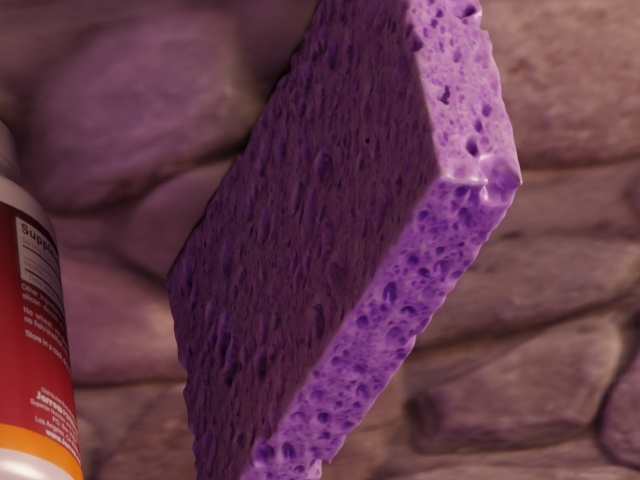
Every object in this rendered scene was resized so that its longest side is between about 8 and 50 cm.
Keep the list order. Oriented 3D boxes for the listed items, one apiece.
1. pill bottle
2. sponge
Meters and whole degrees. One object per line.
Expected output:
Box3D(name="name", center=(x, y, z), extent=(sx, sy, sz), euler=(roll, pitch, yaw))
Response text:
Box3D(name="pill bottle", center=(-0.124, 0.032, 0.633), extent=(0.086, 0.152, 0.086), euler=(-8, 145, -6))
Box3D(name="sponge", center=(0.000, 0.000, 0.657), extent=(0.031, 0.117, 0.210), euler=(7, 141, -22))
